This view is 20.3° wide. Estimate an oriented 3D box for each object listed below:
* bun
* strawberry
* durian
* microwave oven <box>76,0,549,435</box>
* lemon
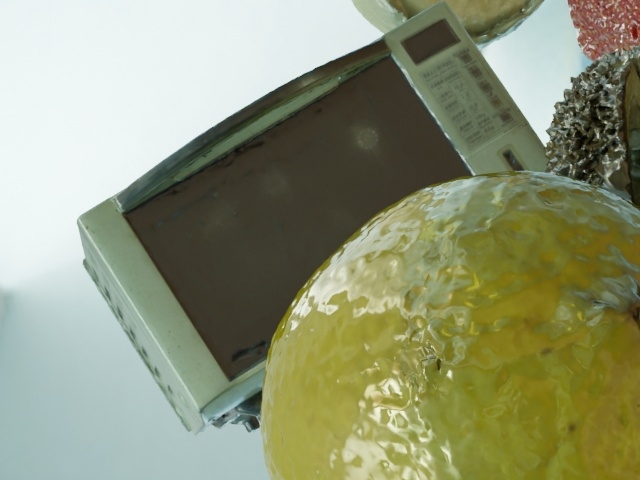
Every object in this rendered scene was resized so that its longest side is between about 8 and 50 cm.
[{"bbox_3d":[0.136,-0.330,1.996,0.259,0.152,0.259,-2,-84,-20],"label":"bun"},{"bbox_3d":[0.520,-0.342,2.652,0.267,0.351,0.312,-42,-47,-28],"label":"strawberry"},{"bbox_3d":[0.282,-0.072,1.472,0.167,0.196,0.196,-60,-43,-25],"label":"durian"},{"bbox_3d":[0.000,0.000,1.697,0.247,0.394,0.333,58,171,5],"label":"microwave oven"},{"bbox_3d":[0.120,0.111,1.202,0.336,0.336,0.336,22,-115,-59],"label":"lemon"}]
